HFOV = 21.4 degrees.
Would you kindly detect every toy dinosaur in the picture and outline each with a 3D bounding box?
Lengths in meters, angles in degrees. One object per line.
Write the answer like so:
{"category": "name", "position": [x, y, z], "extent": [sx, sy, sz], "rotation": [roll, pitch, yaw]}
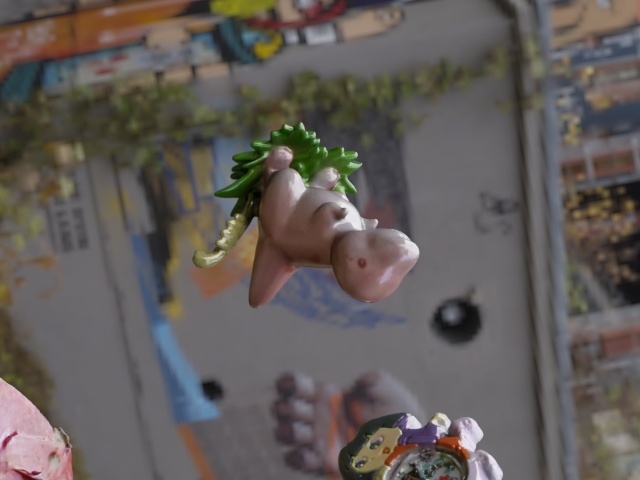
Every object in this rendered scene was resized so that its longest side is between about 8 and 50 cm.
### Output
{"category": "toy dinosaur", "position": [0.003, 0.003, 1.526], "extent": [0.152, 0.194, 0.177], "rotation": [36, 35, -50]}

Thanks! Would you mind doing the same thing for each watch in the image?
{"category": "watch", "position": [0.154, 0.357, 2.240], "extent": [0.196, 0.244, 0.231], "rotation": [-60, 138, -33]}

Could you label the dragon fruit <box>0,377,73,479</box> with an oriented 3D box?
{"category": "dragon fruit", "position": [-0.535, 0.346, 2.295], "extent": [0.249, 0.371, 0.386], "rotation": [-71, 161, -55]}
